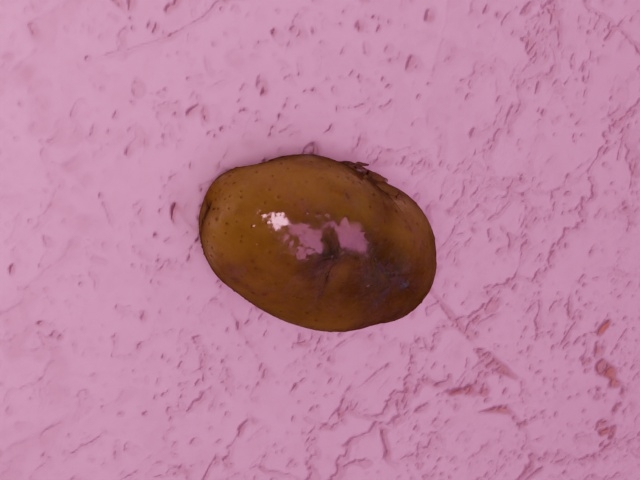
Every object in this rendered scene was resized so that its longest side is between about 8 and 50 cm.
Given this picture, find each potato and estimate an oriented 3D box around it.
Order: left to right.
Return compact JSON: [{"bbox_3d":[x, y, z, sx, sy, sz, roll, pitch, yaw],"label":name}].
[{"bbox_3d":[0.000,0.000,1.674,0.248,0.143,0.169,17,106,-29],"label":"potato"}]
